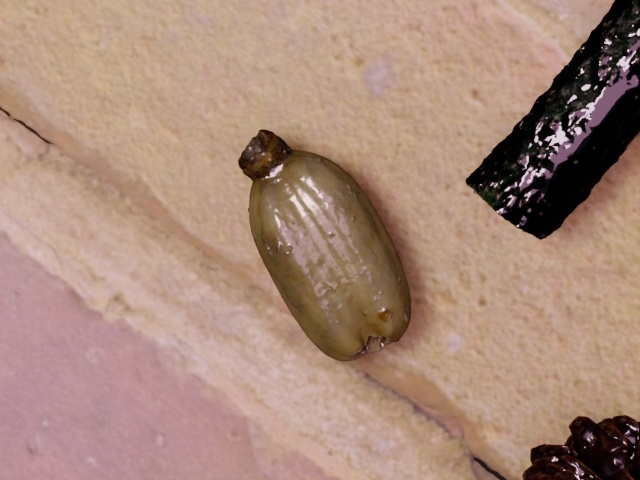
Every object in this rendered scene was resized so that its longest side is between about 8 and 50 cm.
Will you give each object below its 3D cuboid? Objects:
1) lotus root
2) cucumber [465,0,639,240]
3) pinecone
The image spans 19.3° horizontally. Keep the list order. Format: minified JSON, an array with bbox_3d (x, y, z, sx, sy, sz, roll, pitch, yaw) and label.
[{"bbox_3d":[0.000,0.000,1.345,0.090,0.077,0.183,-31,99,3],"label":"lotus root"},{"bbox_3d":[0.220,-0.135,1.299,0.081,0.072,0.303,44,104,26],"label":"cucumber"},{"bbox_3d":[0.216,0.189,1.337,0.121,0.140,0.140,-20,101,-35],"label":"pinecone"}]
